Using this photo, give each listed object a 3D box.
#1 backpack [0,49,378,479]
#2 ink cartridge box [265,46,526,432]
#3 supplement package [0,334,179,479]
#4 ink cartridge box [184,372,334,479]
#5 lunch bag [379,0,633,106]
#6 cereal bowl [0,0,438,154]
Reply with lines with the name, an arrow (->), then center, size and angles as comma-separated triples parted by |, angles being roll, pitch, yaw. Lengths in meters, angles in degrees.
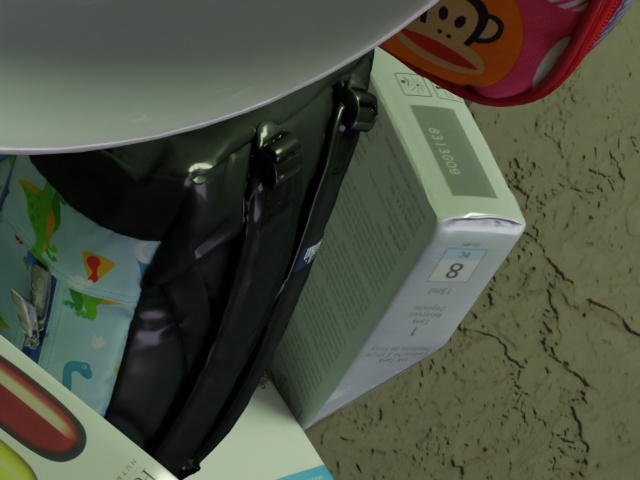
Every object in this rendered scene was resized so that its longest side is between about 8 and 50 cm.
backpack -> -0.132, 0.034, 1.177 | 0.290, 0.273, 0.355 | -45, 147, -56
ink cartridge box -> 0.000, 0.000, 1.507 | 0.091, 0.308, 0.385 | 1, 137, -29
supplement package -> -0.216, 0.123, 0.980 | 0.139, 0.244, 0.134 | -49, 171, -27
ink cartridge box -> -0.143, 0.198, 1.456 | 0.197, 0.270, 0.198 | -14, 148, -36
lunch bag -> 0.035, -0.222, 0.734 | 0.120, 0.293, 0.258 | -46, 166, -49
cereal bowl -> -0.069, -0.194, 0.561 | 0.339, 0.141, 0.339 | -19, 143, -15
